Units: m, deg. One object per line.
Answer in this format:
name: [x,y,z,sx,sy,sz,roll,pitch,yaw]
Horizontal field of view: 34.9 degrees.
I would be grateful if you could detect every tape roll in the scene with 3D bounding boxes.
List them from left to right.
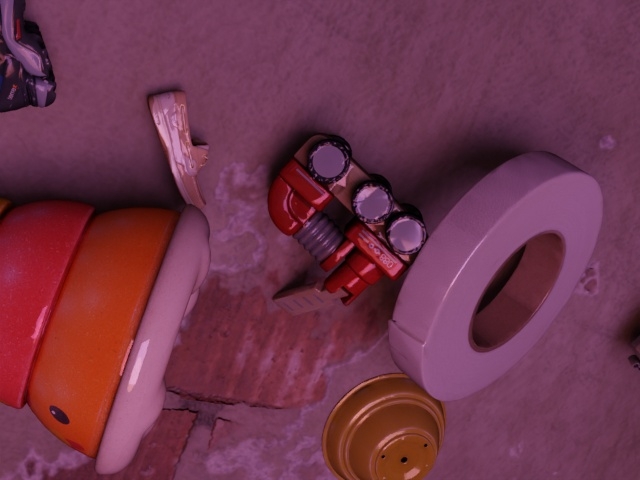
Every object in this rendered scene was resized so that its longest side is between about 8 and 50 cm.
tape roll: [0.257,0.056,1.461,0.392,0.072,0.392,-32,142,-29]

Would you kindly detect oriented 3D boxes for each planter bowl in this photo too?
planter bowl: [0.119,0.328,1.615,0.217,0.090,0.217,-7,114,-17]

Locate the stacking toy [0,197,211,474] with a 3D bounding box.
stacking toy: [-0.399,0.059,1.252,0.480,0.350,0.350,19,105,-6]

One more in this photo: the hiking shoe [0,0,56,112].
hiking shoe: [-0.405,-0.279,1.165,0.132,0.113,0.304,-19,117,-12]

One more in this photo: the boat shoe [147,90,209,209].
boat shoe: [-0.175,-0.117,1.342,0.059,0.063,0.170,-19,116,-4]

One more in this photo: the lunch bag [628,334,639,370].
lunch bag: [0.687,0.140,1.680,0.256,0.212,0.305,33,98,-11]

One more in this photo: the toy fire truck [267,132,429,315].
toy fire truck: [0.000,0.000,1.413,0.217,0.158,0.246,43,99,-5]
